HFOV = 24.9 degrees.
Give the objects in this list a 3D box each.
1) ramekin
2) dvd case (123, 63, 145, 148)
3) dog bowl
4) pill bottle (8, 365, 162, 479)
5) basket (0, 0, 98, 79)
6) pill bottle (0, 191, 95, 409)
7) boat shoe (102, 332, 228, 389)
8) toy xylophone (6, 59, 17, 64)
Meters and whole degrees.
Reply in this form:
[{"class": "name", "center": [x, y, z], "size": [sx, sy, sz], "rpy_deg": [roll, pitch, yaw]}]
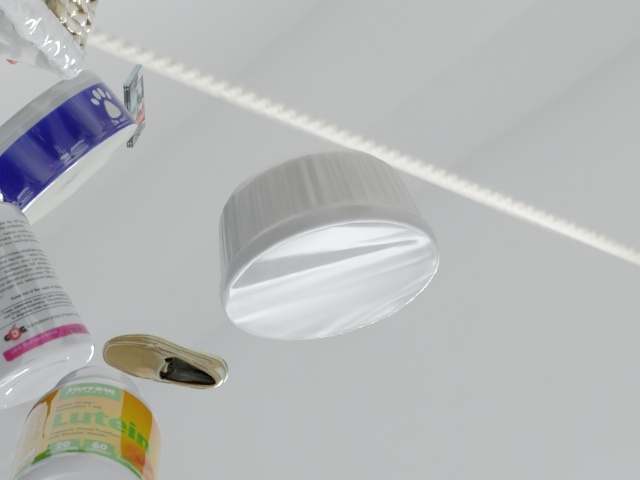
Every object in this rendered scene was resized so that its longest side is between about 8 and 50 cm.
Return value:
[{"class": "ramekin", "center": [0.000, 0.000, 1.749], "size": [0.273, 0.272, 0.127], "rpy_deg": [-41, -128, 37]}, {"class": "dvd case", "center": [-0.317, -0.229, 2.474], "size": [0.087, 0.013, 0.119], "rpy_deg": [-74, 168, -57]}, {"class": "dog bowl", "center": [-0.390, -0.120, 2.060], "size": [0.265, 0.104, 0.265], "rpy_deg": [-41, -178, 2]}, {"class": "pill bottle", "center": [-0.218, 0.211, 1.363], "size": [0.136, 0.136, 0.246], "rpy_deg": [-60, -167, 14]}, {"class": "basket", "center": [-0.382, -0.356, 1.416], "size": [0.328, 0.331, 0.267], "rpy_deg": [60, 47, -79]}, {"class": "pill bottle", "center": [-0.412, 0.053, 1.799], "size": [0.160, 0.160, 0.283], "rpy_deg": [-41, -107, 37]}, {"class": "boat shoe", "center": [-0.232, 0.179, 2.119], "size": [0.072, 0.190, 0.068], "rpy_deg": [-54, 151, -76]}, {"class": "toy xylophone", "center": [-0.598, -0.457, 2.545], "size": [0.081, 0.236, 0.323], "rpy_deg": [-19, -137, 27]}]
